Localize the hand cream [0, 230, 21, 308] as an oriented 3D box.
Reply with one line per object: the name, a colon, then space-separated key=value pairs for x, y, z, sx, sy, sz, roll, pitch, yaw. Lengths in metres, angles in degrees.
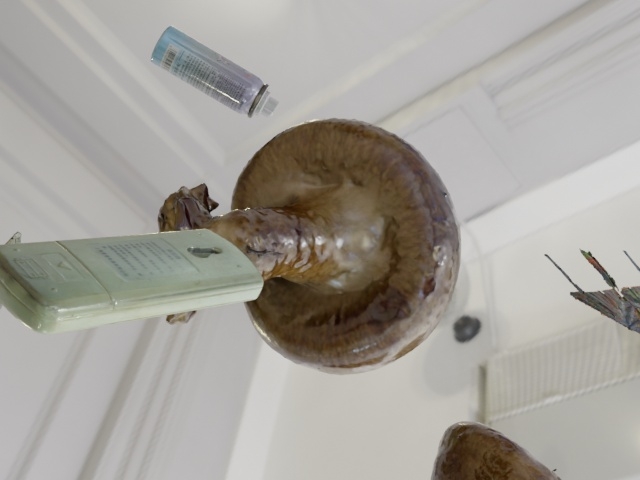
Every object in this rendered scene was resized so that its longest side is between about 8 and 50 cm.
hand cream: x=-0.418 y=0.098 z=0.984 sx=0.276 sy=0.059 sz=0.095 roll=-69 pitch=177 yaw=-52

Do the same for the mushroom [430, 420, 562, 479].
mushroom: x=0.313 y=0.445 z=1.432 sx=0.195 sy=0.283 sz=0.263 roll=-57 pitch=168 yaw=-35

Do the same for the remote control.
remote control: x=-0.158 y=0.029 z=0.718 sx=0.098 sy=0.233 sz=0.038 roll=37 pitch=-62 yaw=33

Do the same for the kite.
kite: x=0.343 y=0.066 z=0.956 sx=0.160 sy=0.183 sz=0.010 roll=57 pitch=-48 yaw=34

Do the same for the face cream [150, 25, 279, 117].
face cream: x=-0.179 y=-0.285 z=1.480 sx=0.075 sy=0.229 sz=0.075 roll=-58 pitch=-174 yaw=10

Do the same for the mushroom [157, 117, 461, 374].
mushroom: x=0.001 y=-0.016 z=1.095 sx=0.334 sy=0.356 sz=0.331 roll=-12 pitch=-122 yaw=18
